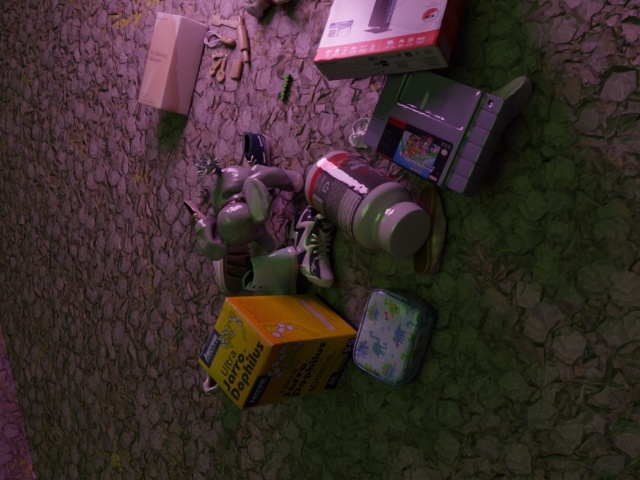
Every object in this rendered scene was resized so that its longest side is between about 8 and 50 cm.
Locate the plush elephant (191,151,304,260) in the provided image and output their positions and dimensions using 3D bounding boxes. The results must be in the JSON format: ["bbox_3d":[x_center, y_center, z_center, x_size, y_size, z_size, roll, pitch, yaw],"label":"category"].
[{"bbox_3d":[-0.206,-0.076,1.751,0.271,0.330,0.255,-32,54,26],"label":"plush elephant"}]

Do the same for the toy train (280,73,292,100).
[{"bbox_3d":[-0.105,-0.457,1.899,0.023,0.017,0.083,27,105,47],"label":"toy train"}]

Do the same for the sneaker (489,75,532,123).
[{"bbox_3d":[0.377,-0.293,1.456,0.235,0.090,0.095,-46,52,27],"label":"sneaker"}]

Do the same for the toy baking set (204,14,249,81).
[{"bbox_3d":[-0.308,-0.636,2.065,0.196,0.030,0.256,-13,79,38],"label":"toy baking set"}]

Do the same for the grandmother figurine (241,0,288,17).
[{"bbox_3d":[-0.108,-0.769,1.872,0.342,0.104,0.208,-24,46,39],"label":"grandmother figurine"}]

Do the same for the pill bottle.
[{"bbox_3d":[0.116,-0.086,1.571,0.318,0.176,0.176,39,112,42],"label":"pill bottle"}]

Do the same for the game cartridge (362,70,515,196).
[{"bbox_3d":[0.254,-0.265,1.480,0.355,0.068,0.230,37,107,44],"label":"game cartridge"}]

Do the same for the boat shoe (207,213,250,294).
[{"bbox_3d":[-0.293,0.028,1.976,0.103,0.113,0.302,-19,65,38],"label":"boat shoe"}]

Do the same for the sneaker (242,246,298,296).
[{"bbox_3d":[-0.146,0.129,1.771,0.094,0.151,0.256,-119,25,-46],"label":"sneaker"}]

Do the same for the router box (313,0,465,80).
[{"bbox_3d":[0.174,-0.549,1.549,0.335,0.082,0.301,2,67,35],"label":"router box"}]

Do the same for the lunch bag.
[{"bbox_3d":[0.179,0.234,1.584,0.176,0.090,0.219,21,101,37],"label":"lunch bag"}]

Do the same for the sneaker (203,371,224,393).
[{"bbox_3d":[-0.295,0.367,1.964,0.087,0.092,0.229,20,99,40],"label":"sneaker"}]

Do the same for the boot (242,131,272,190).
[{"bbox_3d":[-0.195,-0.229,1.916,0.069,0.086,0.190,-12,80,38],"label":"boot"}]

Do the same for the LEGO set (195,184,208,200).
[{"bbox_3d":[-0.374,-0.157,2.105,0.083,0.023,0.054,7,94,26],"label":"LEGO set"}]

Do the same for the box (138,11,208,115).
[{"bbox_3d":[-0.501,-0.597,2.163,0.148,0.121,0.311,22,102,39],"label":"box"}]

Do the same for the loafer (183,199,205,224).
[{"bbox_3d":[-0.420,-0.085,2.123,0.045,0.039,0.125,-50,59,25],"label":"loafer"}]

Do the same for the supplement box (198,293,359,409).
[{"bbox_3d":[-0.095,0.272,1.635,0.195,0.356,0.194,38,112,34],"label":"supplement box"}]

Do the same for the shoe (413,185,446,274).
[{"bbox_3d":[0.267,-0.024,1.553,0.076,0.058,0.219,-1,83,62],"label":"shoe"}]

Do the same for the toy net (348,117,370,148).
[{"bbox_3d":[0.151,-0.321,1.663,0.232,0.045,0.122,-22,75,37],"label":"toy net"}]

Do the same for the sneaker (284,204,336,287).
[{"bbox_3d":[0.000,0.000,1.738,0.153,0.094,0.235,-49,49,36],"label":"sneaker"}]
